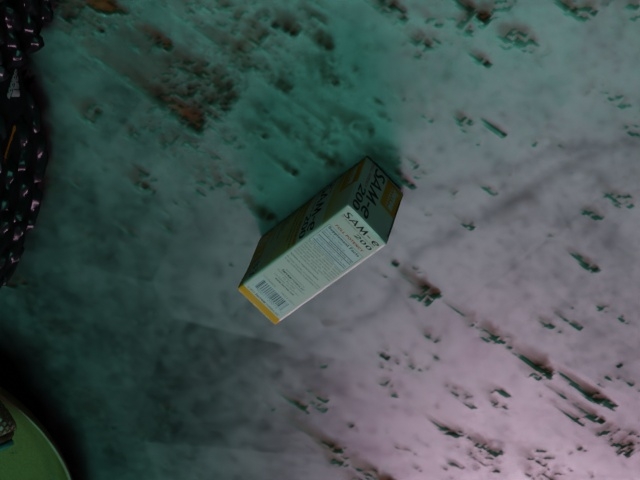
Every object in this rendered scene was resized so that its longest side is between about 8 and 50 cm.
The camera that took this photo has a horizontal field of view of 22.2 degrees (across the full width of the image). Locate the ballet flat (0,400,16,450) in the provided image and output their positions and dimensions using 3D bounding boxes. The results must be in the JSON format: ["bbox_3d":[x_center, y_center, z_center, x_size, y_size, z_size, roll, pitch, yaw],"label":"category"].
[{"bbox_3d":[-0.299,0.141,1.131,0.206,0.073,0.067,-24,87,22],"label":"ballet flat"}]

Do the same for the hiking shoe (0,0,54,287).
[{"bbox_3d":[-0.243,-0.072,0.995,0.132,0.113,0.304,17,115,11],"label":"hiking shoe"}]

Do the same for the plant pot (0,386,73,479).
[{"bbox_3d":[-0.287,0.170,1.196,0.236,0.032,0.236,6,123,10],"label":"plant pot"}]

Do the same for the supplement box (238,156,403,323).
[{"bbox_3d":[0.000,0.000,1.002,0.098,0.062,0.036,-37,107,29],"label":"supplement box"}]
